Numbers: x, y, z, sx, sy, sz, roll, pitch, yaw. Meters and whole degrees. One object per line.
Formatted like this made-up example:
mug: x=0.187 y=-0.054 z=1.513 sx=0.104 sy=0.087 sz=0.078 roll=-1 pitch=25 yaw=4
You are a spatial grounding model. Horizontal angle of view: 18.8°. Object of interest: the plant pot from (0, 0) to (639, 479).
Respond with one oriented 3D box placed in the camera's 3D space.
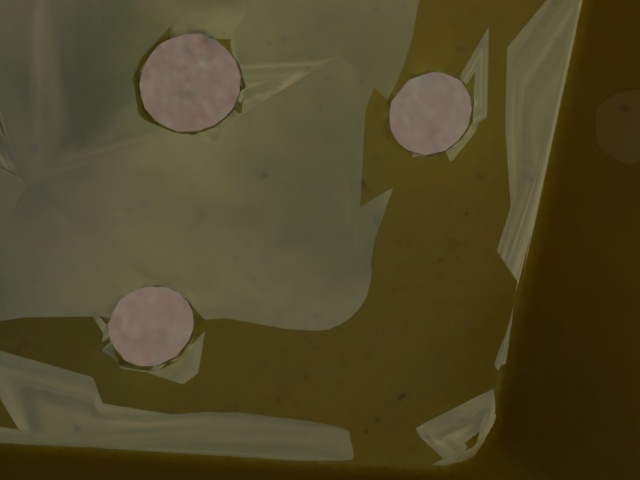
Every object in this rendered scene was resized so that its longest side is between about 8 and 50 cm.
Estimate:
plant pot: x=0.000 y=0.000 z=0.248 sx=0.212 sy=0.187 sz=0.212 roll=5 pitch=105 yaw=-18
